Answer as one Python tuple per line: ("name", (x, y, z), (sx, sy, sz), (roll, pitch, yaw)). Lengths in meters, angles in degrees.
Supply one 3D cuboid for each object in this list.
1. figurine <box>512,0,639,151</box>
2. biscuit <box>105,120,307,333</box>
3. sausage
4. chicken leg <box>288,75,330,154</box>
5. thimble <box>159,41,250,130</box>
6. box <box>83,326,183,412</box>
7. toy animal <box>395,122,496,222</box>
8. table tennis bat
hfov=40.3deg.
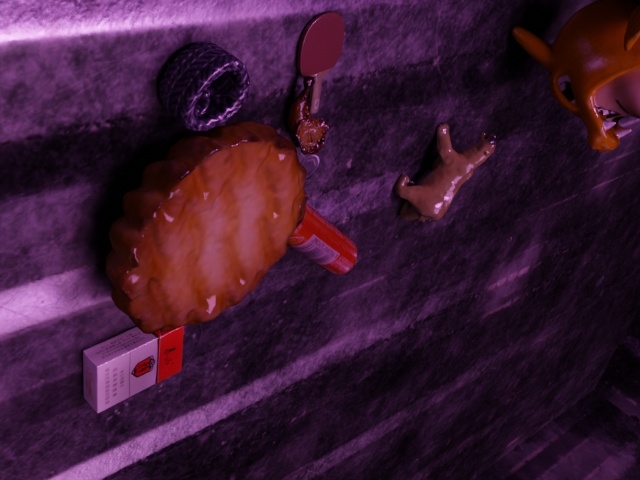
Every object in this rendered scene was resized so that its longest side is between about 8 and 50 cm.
("figurine", (0.568, -0.382, 1.524), (0.268, 0.401, 0.387), (34, 125, -30))
("biscuit", (-0.158, -0.023, 1.193), (0.325, 0.107, 0.326), (-35, 149, -25))
("sausage", (0.000, 0.000, 1.455), (0.074, 0.074, 0.274), (-53, 149, 1))
("chicken leg", (-0.020, -0.176, 1.274), (0.062, 0.037, 0.145), (-29, 143, -6))
("thimble", (-0.143, -0.190, 1.077), (0.104, 0.066, 0.095), (-31, 146, -30))
("box", (-0.277, 0.180, 1.299), (0.152, 0.048, 0.100), (-22, 140, -36))
("toy animal", (0.231, -0.119, 1.608), (0.219, 0.101, 0.103), (-53, 148, 1))
("table tennis bat", (-0.002, -0.253, 1.250), (0.087, 0.013, 0.157), (-29, 141, -37))
